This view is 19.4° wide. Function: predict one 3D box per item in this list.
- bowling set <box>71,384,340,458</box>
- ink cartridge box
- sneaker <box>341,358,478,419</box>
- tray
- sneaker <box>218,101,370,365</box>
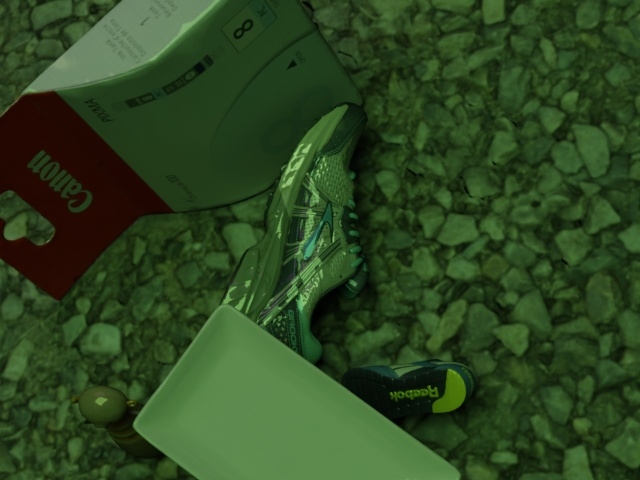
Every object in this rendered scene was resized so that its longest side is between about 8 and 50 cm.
[{"bbox_3d":[-0.092,0.243,1.766,0.287,0.154,0.200,-3,69,17],"label":"bowling set"},{"bbox_3d":[-0.160,-0.097,1.831,0.385,0.308,0.091,-44,63,-2],"label":"ink cartridge box"},{"bbox_3d":[0.088,0.143,1.810,0.144,0.059,0.053,-2,100,33],"label":"sneaker"},{"bbox_3d":[-0.021,0.191,1.694,0.270,0.030,0.145,36,86,3],"label":"tray"},{"bbox_3d":[0.000,0.000,1.876,0.122,0.110,0.283,22,80,5],"label":"sneaker"}]
